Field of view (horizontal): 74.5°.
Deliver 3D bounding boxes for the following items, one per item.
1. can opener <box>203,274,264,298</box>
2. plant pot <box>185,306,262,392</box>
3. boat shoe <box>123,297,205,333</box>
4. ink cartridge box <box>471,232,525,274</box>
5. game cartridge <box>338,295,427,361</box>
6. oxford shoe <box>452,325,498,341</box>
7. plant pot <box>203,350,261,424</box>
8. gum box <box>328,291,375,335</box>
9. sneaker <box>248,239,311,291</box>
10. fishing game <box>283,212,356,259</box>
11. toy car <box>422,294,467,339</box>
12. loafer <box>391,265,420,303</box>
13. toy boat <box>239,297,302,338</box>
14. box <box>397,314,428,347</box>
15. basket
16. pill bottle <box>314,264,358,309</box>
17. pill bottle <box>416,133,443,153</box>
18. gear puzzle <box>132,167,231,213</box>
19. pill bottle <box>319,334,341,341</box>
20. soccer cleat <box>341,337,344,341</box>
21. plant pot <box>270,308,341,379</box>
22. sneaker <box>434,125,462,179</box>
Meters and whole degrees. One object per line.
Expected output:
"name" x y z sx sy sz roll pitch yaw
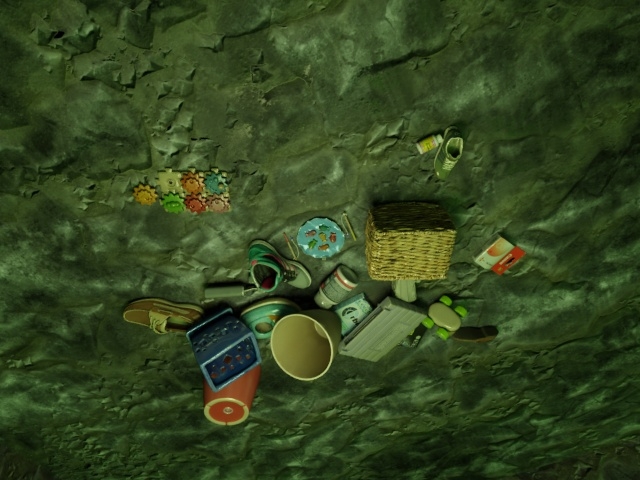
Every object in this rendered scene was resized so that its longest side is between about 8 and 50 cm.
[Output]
"can opener" -0.329 0.178 1.715 0.284 0.076 0.095 -4 91 -1
"plant pot" -0.401 0.427 1.709 0.236 0.212 0.235 -30 141 -22
"boat shoe" -0.648 0.320 1.742 0.324 0.120 0.122 3 122 -6
"ink cartridge box" 0.731 0.068 1.714 0.179 0.045 0.145 31 116 -19
"game cartridge" 0.263 0.387 1.803 0.230 0.068 0.355 19 124 -34
"oxford shoe" 0.709 0.446 1.944 0.212 0.076 0.076 0 134 -3
"plant pot" -0.412 0.678 1.919 0.275 0.243 0.274 -2 123 -3
"gum box" 0.143 0.325 1.844 0.184 0.041 0.157 -28 120 15
"sneaker" -0.157 0.135 1.613 0.296 0.178 0.124 35 119 -22
"fishing game" 0.000 0.000 1.624 0.264 0.041 0.189 -15 123 9
"toy car" 0.542 0.360 1.845 0.155 0.149 0.188 -45 149 -13
"loafer" 0.350 0.132 1.698 0.112 0.112 0.319 -8 131 -4
"toy boat" -0.182 0.389 1.801 0.268 0.148 0.318 -19 122 9
"box" 0.379 0.400 1.906 0.191 0.045 0.184 12 124 -12
"basket" 0.315 -0.001 1.542 0.299 0.213 0.223 -2 126 -3
"pill bottle" 0.059 0.197 1.715 0.108 0.108 0.180 32 115 -22
"pill bottle" 0.371 -0.330 1.430 0.083 0.043 0.043 -25 121 12
"gear puzzle" -0.491 -0.168 1.480 0.339 0.044 0.175 0 123 -3
"pill bottle" -0.002 0.442 1.879 0.170 0.094 0.094 -23 122 11
"soccer cleat" 0.142 0.506 1.953 0.179 0.060 0.072 28 118 -23
"plant pot" -0.019 0.380 1.688 0.257 0.274 0.256 4 99 24
"sneaker" 0.438 -0.286 1.438 0.064 0.086 0.192 2 123 -5
